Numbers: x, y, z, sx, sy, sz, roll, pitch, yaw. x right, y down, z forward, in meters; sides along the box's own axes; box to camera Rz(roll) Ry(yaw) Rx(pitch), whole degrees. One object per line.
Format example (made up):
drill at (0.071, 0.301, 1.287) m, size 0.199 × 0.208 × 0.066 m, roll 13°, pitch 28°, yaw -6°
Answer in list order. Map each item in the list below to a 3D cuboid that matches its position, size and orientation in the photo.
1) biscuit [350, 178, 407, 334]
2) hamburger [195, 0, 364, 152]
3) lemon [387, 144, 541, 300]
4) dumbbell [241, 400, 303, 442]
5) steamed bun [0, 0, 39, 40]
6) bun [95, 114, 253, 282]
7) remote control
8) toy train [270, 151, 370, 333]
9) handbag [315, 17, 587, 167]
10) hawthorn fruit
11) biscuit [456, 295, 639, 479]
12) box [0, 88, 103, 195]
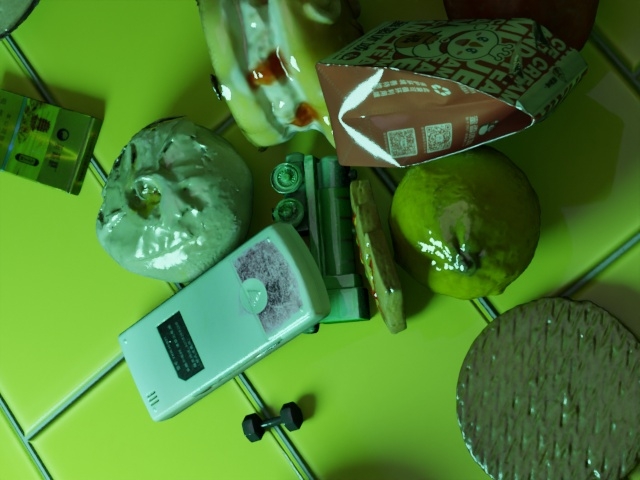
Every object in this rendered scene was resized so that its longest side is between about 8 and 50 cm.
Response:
biscuit at (0.074, 0.035, 1.647) m, size 0.041 × 0.238 × 0.212 m, roll -13°, pitch 102°, yaw 2°
hamburger at (-0.032, -0.246, 1.714) m, size 0.186 × 0.261 × 0.302 m, roll -12°, pitch 87°, yaw 14°
lemon at (0.180, -0.024, 1.625) m, size 0.192 × 0.231 × 0.192 m, roll 4°, pitch 116°, yaw 8°
dumbbell at (-0.066, 0.248, 1.772) m, size 0.083 × 0.040 × 0.036 m, roll -19°, pitch 44°, yaw 18°
steamed bun at (-0.529, -0.462, 1.931) m, size 0.199 × 0.251 × 0.301 m, roll 30°, pitch 89°, yaw 30°
bun at (-0.208, -0.058, 1.810) m, size 0.239 × 0.141 × 0.239 m, roll -4°, pitch 81°, yaw 23°
remote control at (-0.135, 0.113, 1.756) m, size 0.344 × 0.050 × 0.145 m, roll -34°, pitch 73°, yaw 32°
toy train at (0.000, 0.000, 1.761) m, size 0.119 × 0.085 × 0.251 m, roll -5°, pitch 83°, yaw 14°
handbag at (0.161, -0.172, 1.562) m, size 0.298 × 0.171 × 0.151 m, roll 8°, pitch 122°, yaw 38°
hawthorn fruit at (0.250, -0.302, 1.649) m, size 0.211 × 0.210 × 0.262 m, roll 6°, pitch 101°, yaw 21°
biscuit at (0.298, 0.200, 1.642) m, size 0.262 × 0.037 × 0.261 m, roll -3°, pitch 81°, yaw 21°
box at (-0.433, -0.151, 1.967) m, size 0.193 × 0.030 × 0.121 m, roll 17°, pitch 89°, yaw 22°
